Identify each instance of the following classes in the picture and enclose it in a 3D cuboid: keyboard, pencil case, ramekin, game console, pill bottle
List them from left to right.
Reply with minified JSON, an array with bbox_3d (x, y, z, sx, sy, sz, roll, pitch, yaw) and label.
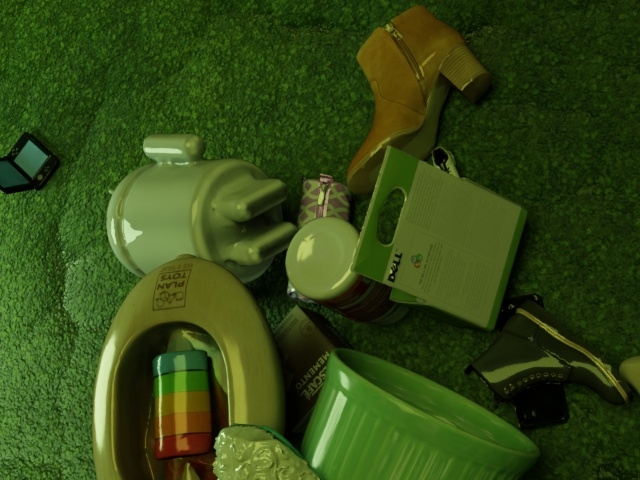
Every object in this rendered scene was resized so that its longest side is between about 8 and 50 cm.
[{"bbox_3d":[-0.581,-0.150,2.032,0.122,0.071,0.107,38,93,31],"label":"game console"},{"bbox_3d":[0.000,0.000,1.671,0.086,0.088,0.206,7,77,-2],"label":"pencil case"},{"bbox_3d":[0.051,0.052,1.548,0.121,0.221,0.121,-10,69,26],"label":"pill bottle"},{"bbox_3d":[0.121,0.274,1.402,0.303,0.303,0.148,27,94,32],"label":"ramekin"},{"bbox_3d":[0.284,0.174,1.507,0.100,0.038,0.192,-8,67,0],"label":"keyboard"}]

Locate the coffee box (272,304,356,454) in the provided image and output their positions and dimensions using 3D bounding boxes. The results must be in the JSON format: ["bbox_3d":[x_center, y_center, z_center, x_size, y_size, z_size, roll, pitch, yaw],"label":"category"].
[{"bbox_3d":[-0.055,0.239,1.612,0.246,0.098,0.141,-48,60,7],"label":"coffee box"}]

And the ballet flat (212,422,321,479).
[{"bbox_3d":[-0.017,0.415,1.331,0.147,0.409,0.147,-27,20,11],"label":"ballet flat"}]

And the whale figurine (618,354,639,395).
[{"bbox_3d":[0.514,0.124,1.360,0.272,0.141,0.216,-53,55,32],"label":"whale figurine"}]

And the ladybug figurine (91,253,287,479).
[{"bbox_3d":[-0.174,0.240,1.519,0.305,0.162,0.449,-8,72,25],"label":"ladybug figurine"}]

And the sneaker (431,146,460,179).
[{"bbox_3d":[0.196,-0.096,1.630,0.040,0.044,0.109,-28,64,14],"label":"sneaker"}]

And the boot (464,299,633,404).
[{"bbox_3d":[0.308,0.190,1.440,0.137,0.077,0.198,-44,53,-8],"label":"boot"}]

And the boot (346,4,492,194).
[{"bbox_3d":[0.111,-0.228,1.695,0.295,0.104,0.211,-42,54,3],"label":"boot"}]

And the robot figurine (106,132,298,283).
[{"bbox_3d":[-0.203,-0.028,1.703,0.354,0.200,0.299,2,109,40],"label":"robot figurine"}]

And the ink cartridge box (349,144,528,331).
[{"bbox_3d":[0.148,-0.002,1.491,0.097,0.255,0.188,0,70,61],"label":"ink cartridge box"}]
